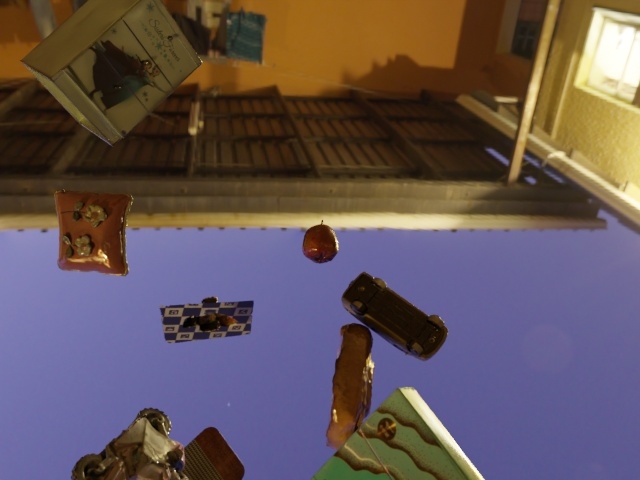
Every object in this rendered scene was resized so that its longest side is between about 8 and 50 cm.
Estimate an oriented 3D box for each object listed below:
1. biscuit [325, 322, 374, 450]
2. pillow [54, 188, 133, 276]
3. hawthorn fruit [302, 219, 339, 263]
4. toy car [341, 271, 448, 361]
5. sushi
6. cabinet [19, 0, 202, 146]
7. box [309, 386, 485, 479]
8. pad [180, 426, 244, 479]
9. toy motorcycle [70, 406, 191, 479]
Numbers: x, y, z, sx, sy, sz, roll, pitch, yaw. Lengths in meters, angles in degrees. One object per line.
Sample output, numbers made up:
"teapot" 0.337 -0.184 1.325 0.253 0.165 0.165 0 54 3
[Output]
"biscuit" 0.074 0.342 1.373 0.102 0.296 0.296 10 -153 5
"pillow" -0.487 -0.016 1.241 0.171 0.179 0.075 4 -174 9
"hawthorn fruit" -0.001 0.006 1.111 0.077 0.077 0.077 4 -153 -2
"toy car" 0.173 0.187 1.377 0.256 0.124 0.101 35 -109 22
"sushi" -0.267 0.176 1.381 0.210 0.193 0.040 -4 -125 -13
"cabinet" -0.335 -0.289 0.948 0.150 0.145 0.206 31 -107 39
"box" 0.062 0.286 0.599 0.041 0.229 0.162 13 -148 -52
"pad" -0.244 0.630 1.347 0.323 0.055 0.250 49 -123 2
"toy motorcycle" -0.320 0.433 1.086 0.204 0.108 0.239 46 -141 5
